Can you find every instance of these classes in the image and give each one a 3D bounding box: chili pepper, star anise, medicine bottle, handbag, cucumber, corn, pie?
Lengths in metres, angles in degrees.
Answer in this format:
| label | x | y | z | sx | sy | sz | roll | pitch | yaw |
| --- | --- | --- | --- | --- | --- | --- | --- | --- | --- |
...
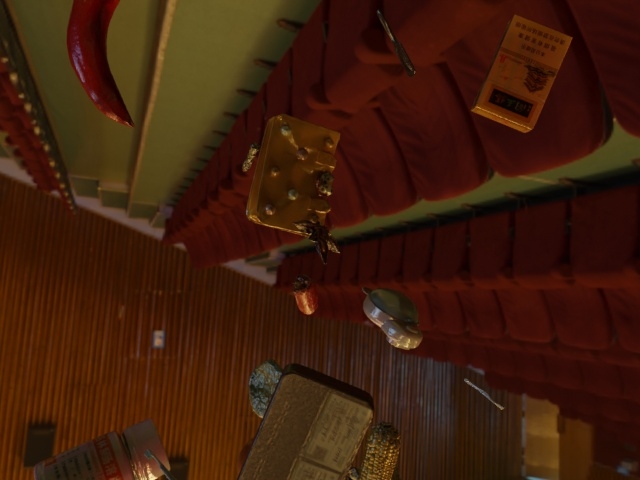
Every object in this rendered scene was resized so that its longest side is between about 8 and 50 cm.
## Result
| label | x | y | z | sx | sy | sz | roll | pitch | yaw |
| --- | --- | --- | --- | --- | --- | --- | --- | --- | --- |
| chili pepper | -0.042 | 0.160 | 1.622 | 0.070 | 0.073 | 0.123 | -21 | 138 | -8 |
| star anise | 0.003 | -0.002 | 1.754 | 0.053 | 0.157 | 0.212 | -38 | 167 | 20 |
| medicine bottle | -0.719 | 0.765 | 1.853 | 0.388 | 0.219 | 0.219 | -18 | -177 | -25 |
| handbag | -0.080 | -0.228 | 1.959 | 0.283 | 0.401 | 0.133 | 14 | 174 | -26 |
| cucumber | 0.203 | 0.923 | 2.100 | 0.105 | 0.145 | 0.325 | -41 | 140 | 14 |
| corn | 0.174 | 0.706 | 1.713 | 0.115 | 0.318 | 0.115 | 13 | -173 | -2 |
| chili pepper | -0.454 | -0.415 | 1.160 | 0.137 | 0.368 | 0.092 | 0 | 178 | -14 |
| pie | -0.160 | 0.464 | 1.736 | 0.041 | 0.187 | 0.187 | 15 | 167 | -41 |

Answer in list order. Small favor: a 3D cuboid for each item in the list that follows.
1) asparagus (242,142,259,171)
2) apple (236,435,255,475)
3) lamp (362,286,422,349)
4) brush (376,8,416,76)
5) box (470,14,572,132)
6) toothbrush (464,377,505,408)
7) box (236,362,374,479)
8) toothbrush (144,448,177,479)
| label | x | y | z | sx | sy | sz | roll | pitch | yaw |
| --- | --- | --- | --- | --- | --- | --- | --- | --- | --- |
| asparagus | -0.255 | -0.295 | 2.007 | 0.036 | 0.030 | 0.165 | -35 | 170 | -36 |
| apple | -0.196 | 0.849 | 2.128 | 0.253 | 0.253 | 0.253 | 3 | 174 | 0 |
| lamp | 0.228 | 0.221 | 1.675 | 0.179 | 0.108 | 0.246 | 15 | -154 | -28 |
| brush | 0.198 | -0.520 | 1.470 | 0.016 | 0.193 | 0.063 | -30 | -172 | -5 |
| box | 0.561 | -0.463 | 1.562 | 0.174 | 0.274 | 0.076 | 23 | -177 | 3 |
| toothbrush | 0.523 | 0.491 | 1.787 | 0.017 | 0.014 | 0.162 | -6 | -153 | -38 |
| box | -0.041 | 0.449 | 1.170 | 0.211 | 0.350 | 0.058 | 23 | -173 | -4 |
| toothbrush | -0.400 | 0.593 | 1.426 | 0.219 | 0.019 | 0.016 | 17 | 150 | 46 |
